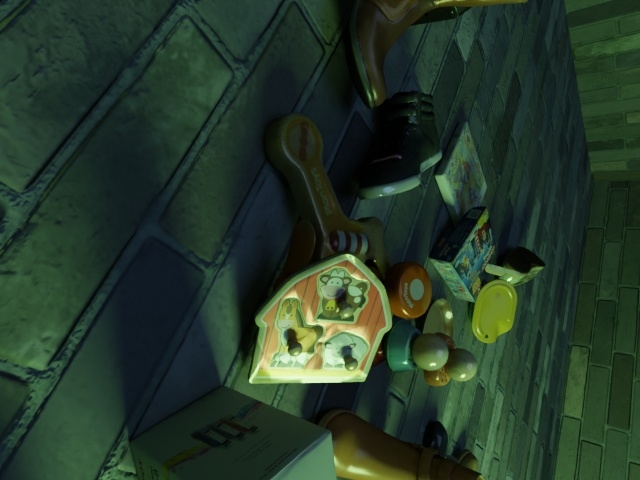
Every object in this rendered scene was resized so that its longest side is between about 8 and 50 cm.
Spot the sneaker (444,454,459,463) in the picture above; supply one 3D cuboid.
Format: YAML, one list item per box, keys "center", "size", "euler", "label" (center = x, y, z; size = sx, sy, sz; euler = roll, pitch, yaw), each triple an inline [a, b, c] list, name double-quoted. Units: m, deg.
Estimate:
- center: [0.303, 0.597, 1.025]
  size: [0.061, 0.053, 0.152]
  euler: [82, 25, -46]
  label: "sneaker"

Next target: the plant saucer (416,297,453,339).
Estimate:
- center: [0.258, 0.214, 0.985]
  size: [0.168, 0.029, 0.169]
  euler: [-5, 96, -51]
  label: "plant saucer"

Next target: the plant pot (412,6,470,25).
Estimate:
- center: [0.208, -0.505, 0.780]
  size: [0.188, 0.187, 0.167]
  euler: [44, 71, -43]
  label: "plant pot"

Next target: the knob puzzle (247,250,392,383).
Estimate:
- center: [0.011, 0.106, 0.550]
  size: [0.213, 0.030, 0.213]
  euler: [-7, 115, -16]
  label: "knob puzzle"

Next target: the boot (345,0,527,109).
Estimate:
- center: [0.174, -0.356, 0.672]
  size: [0.096, 0.280, 0.264]
  euler: [-90, 172, -89]
  label: "boot"

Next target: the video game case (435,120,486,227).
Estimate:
- center: [0.364, -0.149, 1.099]
  size: [0.227, 0.026, 0.206]
  euler: [56, 51, -36]
  label: "video game case"

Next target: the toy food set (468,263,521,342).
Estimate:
- center: [0.467, 0.168, 1.192]
  size: [0.128, 0.071, 0.218]
  euler: [7, 97, -14]
  label: "toy food set"

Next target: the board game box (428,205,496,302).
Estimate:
- center: [0.358, 0.048, 1.059]
  size: [0.194, 0.060, 0.194]
  euler: [-48, 131, -26]
  label: "board game box"

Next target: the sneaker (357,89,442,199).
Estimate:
- center: [0.129, -0.175, 0.755]
  size: [0.295, 0.104, 0.147]
  euler: [-41, 121, -49]
  label: "sneaker"

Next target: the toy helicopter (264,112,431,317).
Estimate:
- center: [0.000, 0.000, 0.610]
  size: [0.235, 0.140, 0.355]
  euler: [-30, 104, -36]
  label: "toy helicopter"

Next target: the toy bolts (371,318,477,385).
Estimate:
- center: [0.187, 0.165, 0.791]
  size: [0.228, 0.158, 0.218]
  euler: [8, 85, -51]
  label: "toy bolts"

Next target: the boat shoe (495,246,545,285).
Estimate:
- center: [0.650, 0.090, 1.421]
  size: [0.285, 0.104, 0.089]
  euler: [-7, 135, -46]
  label: "boat shoe"

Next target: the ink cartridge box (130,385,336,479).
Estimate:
- center: [-0.087, 0.255, 0.447]
  size: [0.127, 0.176, 0.128]
  euler: [-19, 106, -46]
  label: "ink cartridge box"

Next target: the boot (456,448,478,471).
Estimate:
- center: [0.347, 0.660, 1.050]
  size: [0.305, 0.115, 0.112]
  euler: [-47, 124, -40]
  label: "boot"

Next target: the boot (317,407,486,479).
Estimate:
- center: [0.131, 0.365, 0.683]
  size: [0.283, 0.220, 0.109]
  euler: [50, 55, -39]
  label: "boot"

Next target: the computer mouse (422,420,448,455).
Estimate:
- center: [0.259, 0.541, 0.992]
  size: [0.071, 0.041, 0.242]
  euler: [14, 81, -51]
  label: "computer mouse"
